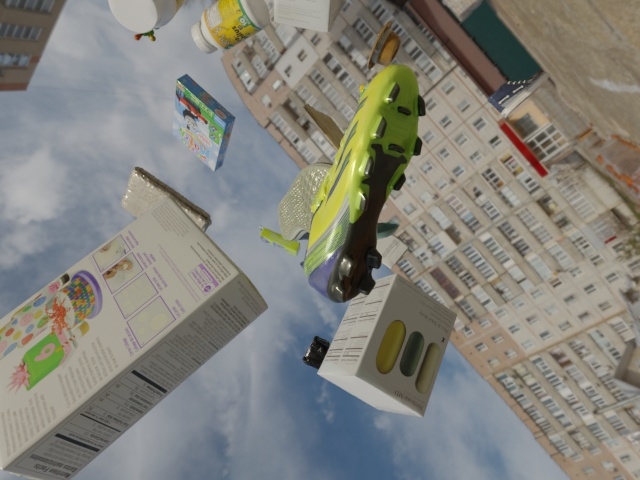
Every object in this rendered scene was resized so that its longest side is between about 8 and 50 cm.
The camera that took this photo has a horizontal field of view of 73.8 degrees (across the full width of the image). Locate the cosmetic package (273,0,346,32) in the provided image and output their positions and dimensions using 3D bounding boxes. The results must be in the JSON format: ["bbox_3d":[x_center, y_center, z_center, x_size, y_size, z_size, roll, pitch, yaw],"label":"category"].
[{"bbox_3d":[-0.010,-0.735,1.006,0.157,0.384,0.217,13,-130,7],"label":"cosmetic package"}]

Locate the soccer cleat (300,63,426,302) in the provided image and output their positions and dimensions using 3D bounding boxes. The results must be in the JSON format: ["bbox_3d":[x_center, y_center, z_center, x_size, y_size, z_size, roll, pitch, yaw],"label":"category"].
[{"bbox_3d":[0.033,-0.062,0.505,0.094,0.288,0.121,-8,-149,-41],"label":"soccer cleat"}]

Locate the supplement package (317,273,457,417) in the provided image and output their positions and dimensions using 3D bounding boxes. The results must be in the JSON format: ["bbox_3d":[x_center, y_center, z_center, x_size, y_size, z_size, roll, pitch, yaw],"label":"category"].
[{"bbox_3d":[0.164,0.256,1.048,0.199,0.198,0.262,34,-116,-13],"label":"supplement package"}]

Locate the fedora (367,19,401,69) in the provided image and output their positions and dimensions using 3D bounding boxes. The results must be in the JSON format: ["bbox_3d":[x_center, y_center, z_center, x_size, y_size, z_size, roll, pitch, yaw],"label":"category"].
[{"bbox_3d":[0.250,-0.728,1.618,0.079,0.194,0.194,30,-151,4],"label":"fedora"}]

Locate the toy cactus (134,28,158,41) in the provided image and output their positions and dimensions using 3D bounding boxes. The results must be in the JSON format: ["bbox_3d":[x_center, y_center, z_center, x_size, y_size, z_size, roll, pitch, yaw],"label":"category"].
[{"bbox_3d":[-0.665,-0.828,1.544,0.219,0.112,0.180,45,159,37],"label":"toy cactus"}]

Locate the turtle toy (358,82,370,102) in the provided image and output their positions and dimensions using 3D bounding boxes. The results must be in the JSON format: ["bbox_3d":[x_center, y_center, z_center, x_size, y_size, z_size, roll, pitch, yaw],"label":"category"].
[{"bbox_3d":[0.159,-0.362,1.067,0.066,0.131,0.095,108,149,-86],"label":"turtle toy"}]

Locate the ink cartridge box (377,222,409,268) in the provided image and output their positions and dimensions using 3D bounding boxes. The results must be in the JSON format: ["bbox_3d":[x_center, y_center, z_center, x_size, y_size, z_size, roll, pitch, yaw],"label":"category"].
[{"bbox_3d":[0.202,-0.015,1.677,0.273,0.114,0.197,37,-176,5],"label":"ink cartridge box"}]

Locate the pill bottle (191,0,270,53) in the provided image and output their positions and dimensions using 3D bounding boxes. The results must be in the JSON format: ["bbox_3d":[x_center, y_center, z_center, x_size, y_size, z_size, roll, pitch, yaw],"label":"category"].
[{"bbox_3d":[-0.256,-0.609,1.192,0.118,0.209,0.117,37,-135,-50],"label":"pill bottle"}]

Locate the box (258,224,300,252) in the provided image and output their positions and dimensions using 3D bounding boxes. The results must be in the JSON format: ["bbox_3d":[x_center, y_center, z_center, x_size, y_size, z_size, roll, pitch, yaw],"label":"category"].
[{"bbox_3d":[-0.167,0.002,1.691,0.179,0.042,0.109,24,168,2],"label":"box"}]

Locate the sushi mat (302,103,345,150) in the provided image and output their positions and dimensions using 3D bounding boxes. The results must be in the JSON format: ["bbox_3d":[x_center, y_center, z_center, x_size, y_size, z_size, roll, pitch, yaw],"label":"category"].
[{"bbox_3d":[0.075,-0.278,1.269,0.316,0.019,0.152,55,-155,21],"label":"sushi mat"}]

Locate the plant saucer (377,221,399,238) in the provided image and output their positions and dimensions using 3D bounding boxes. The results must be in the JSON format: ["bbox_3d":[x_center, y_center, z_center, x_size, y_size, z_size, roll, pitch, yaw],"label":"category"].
[{"bbox_3d":[0.158,-0.024,1.166,0.119,0.120,0.021,-40,-59,-62],"label":"plant saucer"}]

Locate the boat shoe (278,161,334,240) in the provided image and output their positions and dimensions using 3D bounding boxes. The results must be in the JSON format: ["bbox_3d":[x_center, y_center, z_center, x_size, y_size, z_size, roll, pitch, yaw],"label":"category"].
[{"bbox_3d":[0.010,-0.092,1.158,0.156,0.500,0.186,-5,-96,-18],"label":"boat shoe"}]

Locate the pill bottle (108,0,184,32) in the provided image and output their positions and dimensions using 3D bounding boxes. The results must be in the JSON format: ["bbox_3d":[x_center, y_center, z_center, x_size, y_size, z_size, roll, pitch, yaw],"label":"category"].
[{"bbox_3d":[-0.526,-0.794,1.338,0.188,0.188,0.333,33,-137,-28],"label":"pill bottle"}]

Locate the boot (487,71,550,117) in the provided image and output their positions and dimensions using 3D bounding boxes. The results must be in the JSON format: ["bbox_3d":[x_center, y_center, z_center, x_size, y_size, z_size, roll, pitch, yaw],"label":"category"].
[{"bbox_3d":[0.626,-0.483,1.348,0.086,0.190,0.069,49,180,11],"label":"boot"}]

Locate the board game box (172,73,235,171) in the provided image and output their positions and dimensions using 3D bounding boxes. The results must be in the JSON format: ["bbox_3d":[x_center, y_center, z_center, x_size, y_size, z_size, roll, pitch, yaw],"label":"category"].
[{"bbox_3d":[-0.305,-0.292,1.093,0.160,0.211,0.039,42,-121,1],"label":"board game box"}]

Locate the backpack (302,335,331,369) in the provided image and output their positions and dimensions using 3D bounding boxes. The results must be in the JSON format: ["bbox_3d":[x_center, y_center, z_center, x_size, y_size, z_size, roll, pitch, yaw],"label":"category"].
[{"bbox_3d":[0.009,0.399,1.500,0.115,0.104,0.084,28,-170,2],"label":"backpack"}]

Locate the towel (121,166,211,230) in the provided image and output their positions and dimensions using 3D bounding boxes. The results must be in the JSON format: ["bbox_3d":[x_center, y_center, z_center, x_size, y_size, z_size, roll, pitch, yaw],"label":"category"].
[{"bbox_3d":[-0.487,-0.094,1.345,0.282,0.187,0.049,37,-139,-8],"label":"towel"}]

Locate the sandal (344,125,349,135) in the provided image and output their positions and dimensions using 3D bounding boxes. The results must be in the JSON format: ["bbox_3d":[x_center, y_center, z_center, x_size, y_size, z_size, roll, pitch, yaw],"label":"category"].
[{"bbox_3d":[0.200,-0.383,1.640,0.138,0.318,0.126,35,-106,-37],"label":"sandal"}]

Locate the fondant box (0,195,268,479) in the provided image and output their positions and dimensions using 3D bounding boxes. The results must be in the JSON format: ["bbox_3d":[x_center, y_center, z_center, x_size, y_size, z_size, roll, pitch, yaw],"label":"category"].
[{"bbox_3d":[-0.275,0.112,0.593,0.238,0.330,0.096,39,162,40],"label":"fondant box"}]
